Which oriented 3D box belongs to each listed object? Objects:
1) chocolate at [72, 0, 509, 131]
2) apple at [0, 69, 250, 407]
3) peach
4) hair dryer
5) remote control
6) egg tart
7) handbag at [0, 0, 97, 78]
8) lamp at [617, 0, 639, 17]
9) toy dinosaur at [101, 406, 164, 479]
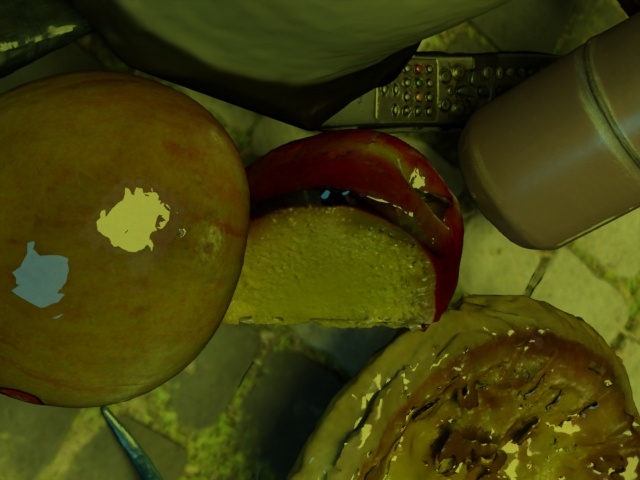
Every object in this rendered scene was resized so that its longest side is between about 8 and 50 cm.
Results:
[{"bbox_3d":[0.036,-0.237,0.702,0.326,0.297,0.314,20,74,-45],"label":"chocolate"},{"bbox_3d":[-0.128,-0.001,0.741,0.155,0.182,0.182,7,91,-25],"label":"apple"},{"bbox_3d":[0.002,-0.003,0.838,0.127,0.172,0.092,53,33,-34],"label":"peach"},{"bbox_3d":[0.250,-0.072,0.964,0.344,0.189,0.106,0,63,-55],"label":"hair dryer"},{"bbox_3d":[0.083,-0.099,0.936,0.212,0.028,0.059,-1,92,-30],"label":"remote control"},{"bbox_3d":[0.084,0.170,0.913,0.290,0.115,0.290,-5,99,-29],"label":"egg tart"},{"bbox_3d":[-0.222,-0.158,0.732,0.270,0.089,0.175,-23,98,-26],"label":"handbag"},{"bbox_3d":[0.192,-0.271,0.900,0.151,0.223,0.215,-4,130,-23],"label":"lamp"},{"bbox_3d":[-0.077,0.270,0.850,0.144,0.076,0.329,6,93,2],"label":"toy dinosaur"}]
